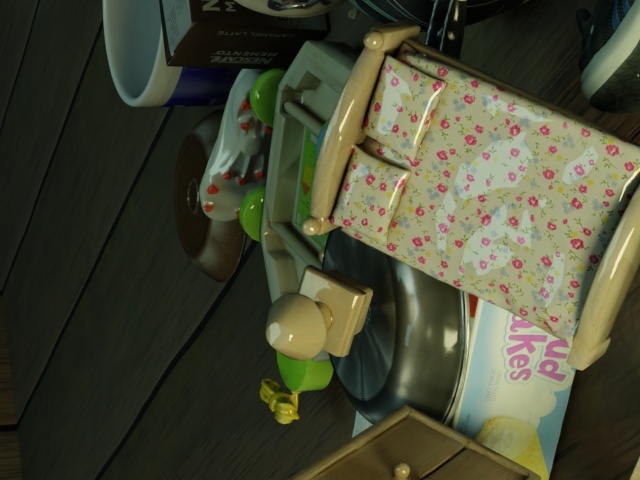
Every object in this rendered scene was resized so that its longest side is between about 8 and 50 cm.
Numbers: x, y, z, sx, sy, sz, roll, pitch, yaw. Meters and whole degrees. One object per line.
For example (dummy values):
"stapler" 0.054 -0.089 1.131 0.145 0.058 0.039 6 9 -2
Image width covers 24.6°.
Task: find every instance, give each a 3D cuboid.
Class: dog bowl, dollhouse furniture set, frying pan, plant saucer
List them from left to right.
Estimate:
"dog bowl" -0.164 -0.282 1.652 0.265 0.104 0.265 179 90 -67
"plant saucer" -0.131 -0.051 1.676 0.198 0.036 0.199 179 90 -68
"frying pan" 0.062 -0.001 0.978 0.326 0.053 0.197 107 150 -42
"dollhouse furniture set" 0.104 0.034 0.807 0.303 0.174 0.355 27 114 23

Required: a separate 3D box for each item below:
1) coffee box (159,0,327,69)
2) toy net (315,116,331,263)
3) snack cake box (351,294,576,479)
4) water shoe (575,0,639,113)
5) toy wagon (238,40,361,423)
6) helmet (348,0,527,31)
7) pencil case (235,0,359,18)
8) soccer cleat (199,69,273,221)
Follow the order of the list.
"coffee box" -0.087 -0.297 1.420 0.098 0.141 0.246 140 126 -62
"toy net" 0.058 0.012 1.158 0.045 0.122 0.232 -77 -13 -68
"snack cake box" 0.104 0.080 1.048 0.152 0.089 0.264 -128 43 -58
"water shoe" 0.197 -0.153 0.832 0.203 0.073 0.080 126 140 -55
"toy wagon" 0.000 0.000 1.324 0.267 0.068 0.344 -135 47 -59
"helmet" 0.070 -0.230 1.015 0.169 0.161 0.169 179 90 -67
"pencil case" -0.006 -0.358 1.116 0.183 0.160 0.410 34 146 19
"soccer cleat" -0.079 -0.102 1.521 0.076 0.068 0.196 -93 18 -46
